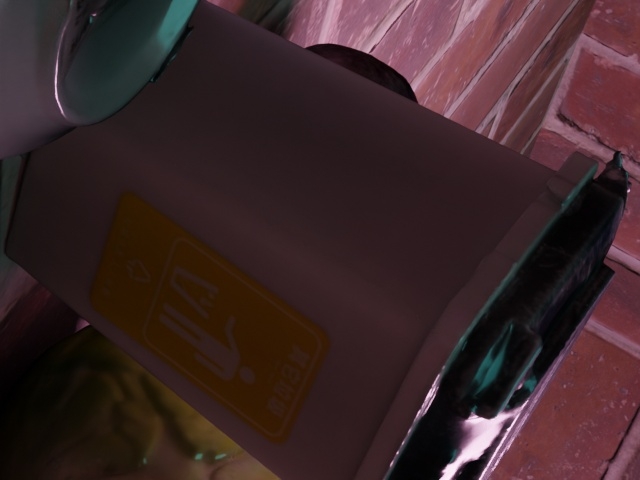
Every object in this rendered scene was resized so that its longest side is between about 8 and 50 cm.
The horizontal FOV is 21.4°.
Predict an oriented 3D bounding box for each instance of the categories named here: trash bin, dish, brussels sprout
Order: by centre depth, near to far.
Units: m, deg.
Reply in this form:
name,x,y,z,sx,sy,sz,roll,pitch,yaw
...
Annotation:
name,x,y,z,sx,sy,sz,roll,pitch,yaw
dish,-0.125,-0.154,0.895,0.316,0.106,0.316,-56,168,-18
trash bin,0.000,0.000,1.166,0.296,0.368,0.256,-46,164,-46
brussels sprout,-0.137,0.210,1.305,0.344,0.268,0.344,-51,-162,23

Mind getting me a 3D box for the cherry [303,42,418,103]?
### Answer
name,x,y,z,sx,sy,sz,roll,pitch,yaw
cherry,-0.006,-0.071,1.463,0.195,0.195,0.195,-57,168,-18
